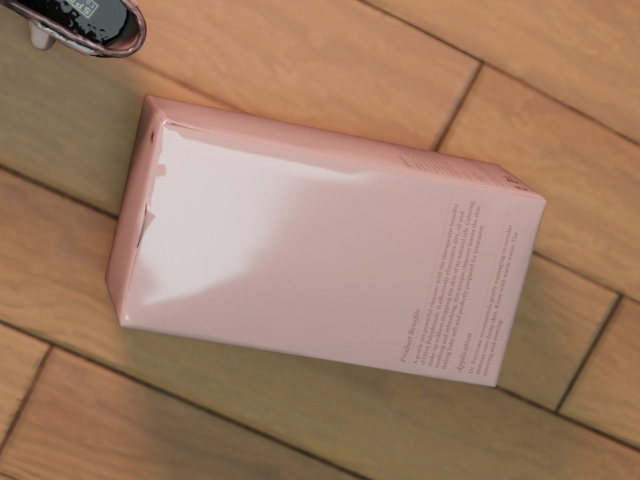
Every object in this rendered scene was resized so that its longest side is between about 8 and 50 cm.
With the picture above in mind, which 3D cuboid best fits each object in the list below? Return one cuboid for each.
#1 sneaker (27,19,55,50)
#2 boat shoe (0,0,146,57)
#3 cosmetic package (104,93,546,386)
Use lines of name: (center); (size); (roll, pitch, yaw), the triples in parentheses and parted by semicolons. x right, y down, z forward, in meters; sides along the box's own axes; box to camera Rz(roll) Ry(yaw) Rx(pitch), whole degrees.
sneaker: (-0.256, -0.246, 1.513); (0.061, 0.053, 0.152); (3, 103, 4)
boat shoe: (-0.272, -0.251, 1.405); (0.113, 0.105, 0.306); (-48, 116, -1)
cosmetic package: (0.000, 0.000, 1.578); (0.366, 0.155, 0.197); (12, 102, -14)
